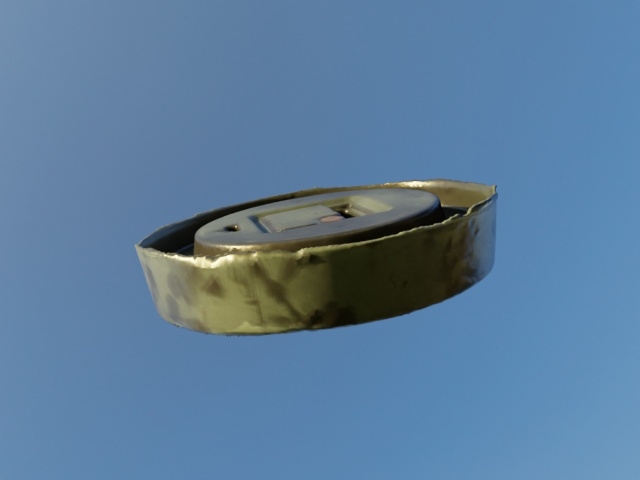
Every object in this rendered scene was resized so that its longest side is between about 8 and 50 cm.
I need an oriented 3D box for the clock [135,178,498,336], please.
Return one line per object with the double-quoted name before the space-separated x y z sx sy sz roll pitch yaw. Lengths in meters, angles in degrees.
"clock" 0.000 0.000 0.574 0.324 0.325 0.067 -10 -78 -8
